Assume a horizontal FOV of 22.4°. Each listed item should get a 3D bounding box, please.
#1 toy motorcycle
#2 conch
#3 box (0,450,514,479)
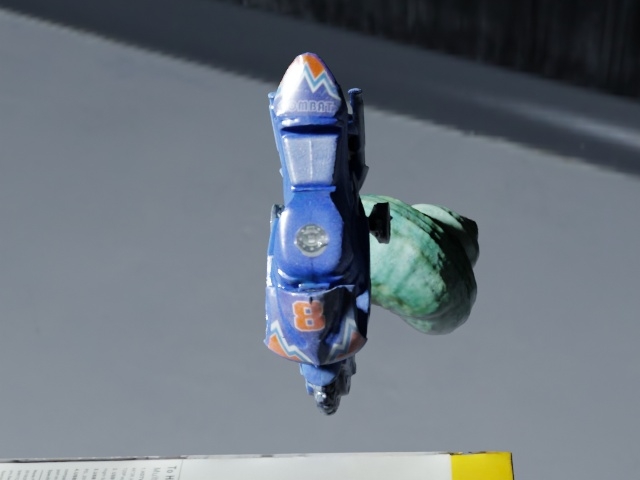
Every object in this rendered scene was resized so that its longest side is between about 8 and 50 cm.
[{"bbox_3d":[0.000,0.000,0.952,0.076,0.114,0.205,-1,83,8],"label":"toy motorcycle"},{"bbox_3d":[0.067,0.018,1.528,0.188,0.122,0.176,12,5,-37],"label":"conch"},{"bbox_3d":[-0.040,0.139,0.678,0.247,0.033,0.129,-1,28,4],"label":"box"}]
